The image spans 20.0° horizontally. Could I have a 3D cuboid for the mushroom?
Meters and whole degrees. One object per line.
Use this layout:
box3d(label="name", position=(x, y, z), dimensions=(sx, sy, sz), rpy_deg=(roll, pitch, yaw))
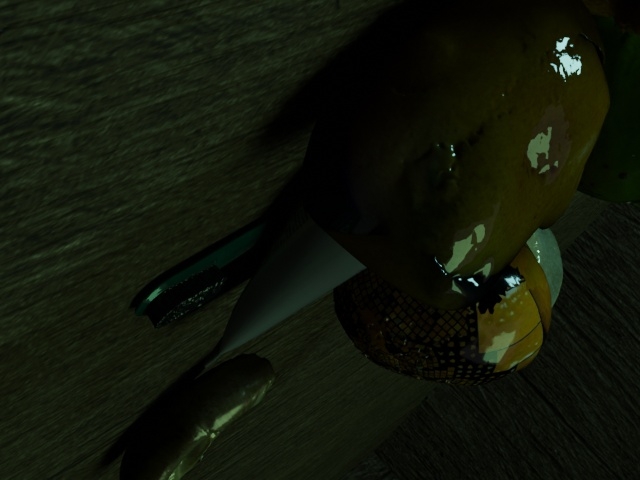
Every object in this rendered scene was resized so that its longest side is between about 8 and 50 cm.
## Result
box3d(label="mushroom", position=(-0.137, 0.192, 1.818), dimensions=(0.210, 0.072, 0.094), rpy_deg=(-50, 171, 14))

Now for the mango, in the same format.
box3d(label="mango", position=(0.109, -0.083, 1.356), dimensions=(0.287, 0.152, 0.201), rpy_deg=(-42, 138, -37))

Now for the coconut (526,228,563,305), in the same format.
box3d(label="coconut", position=(0.178, 0.048, 2.128), dimensions=(0.202, 0.202, 0.222), rpy_deg=(-40, 166, -21))

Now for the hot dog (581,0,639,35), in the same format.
box3d(label="hot dog", position=(0.293, -0.285, 1.356), dimensions=(0.117, 0.158, 0.349), rpy_deg=(-59, 179, -42))

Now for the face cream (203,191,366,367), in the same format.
box3d(label="face cream", position=(0.000, 0.000, 1.537), dimensions=(0.274, 0.096, 0.154), rpy_deg=(-42, -167, 40))

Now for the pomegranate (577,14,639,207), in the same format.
box3d(label="pomegranate", position=(0.313, -0.182, 1.751), dimensions=(0.236, 0.236, 0.302), rpy_deg=(-23, 126, -64))

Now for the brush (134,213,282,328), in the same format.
box3d(label="brush", position=(-0.081, 0.024, 1.464), dimensions=(0.193, 0.032, 0.043), rpy_deg=(-31, 163, -50))

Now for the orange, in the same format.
box3d(label="orange", position=(0.129, 0.053, 1.865), dimensions=(0.182, 0.234, 0.234), rpy_deg=(-66, 165, 11))
